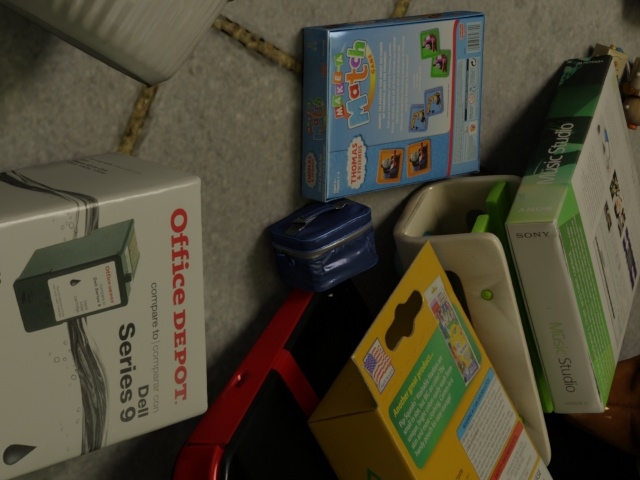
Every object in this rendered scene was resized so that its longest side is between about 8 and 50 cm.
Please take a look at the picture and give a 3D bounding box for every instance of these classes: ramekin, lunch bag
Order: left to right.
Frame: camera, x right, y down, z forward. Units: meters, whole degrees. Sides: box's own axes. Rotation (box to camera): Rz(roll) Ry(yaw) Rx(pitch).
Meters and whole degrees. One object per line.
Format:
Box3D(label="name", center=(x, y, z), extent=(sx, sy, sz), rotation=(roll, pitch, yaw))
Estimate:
Box3D(label="ramekin", center=(-0.169, -0.200, 1.291), extent=(0.207, 0.207, 0.109), rotation=(30, 89, -45))
Box3D(label="lunch bag", center=(0.000, 0.000, 1.602), extent=(0.098, 0.067, 0.065), rotation=(-27, 119, -35))

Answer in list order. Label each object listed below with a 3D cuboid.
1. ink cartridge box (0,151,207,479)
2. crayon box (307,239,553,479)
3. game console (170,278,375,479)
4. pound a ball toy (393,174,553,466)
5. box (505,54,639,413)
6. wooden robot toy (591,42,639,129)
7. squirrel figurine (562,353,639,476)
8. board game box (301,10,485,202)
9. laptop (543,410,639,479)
Box3D(label="ink cartridge box", center=(-0.233, 0.060, 1.353), extent=(0.289, 0.121, 0.211), rotation=(-16, 112, -41))
Box3D(label="crayon box", center=(0.104, 0.190, 1.611), extent=(0.323, 0.083, 0.203), rotation=(62, 35, -19))
Box3D(label="game console", center=(0.028, 0.260, 1.598), extent=(0.386, 0.060, 0.342), rotation=(60, 35, -22))
Box3D(label="pound a ball toy", center=(0.172, 0.085, 1.774), extent=(0.208, 0.136, 0.319), rotation=(-59, 140, -53))
Box3D(label="box", center=(0.268, -0.012, 1.774), extent=(0.322, 0.058, 0.232), rotation=(-64, 142, -52))
Box3D(label="wooden robot toy", center=(0.357, -0.157, 1.909), extent=(0.173, 0.076, 0.079), rotation=(12, 104, -45))
Box3D(label="squirrel figurine", center=(0.530, 0.192, 1.855), extent=(0.397, 0.370, 0.281), rotation=(-25, 88, -26))
Box3D(label="board game box", center=(0.071, -0.131, 1.655), extent=(0.211, 0.039, 0.160), rotation=(-12, 110, -42))
Box3D(label="laptop", center=(0.249, 0.406, 1.995), extent=(0.382, 0.236, 0.408), rotation=(-11, 138, -42))
